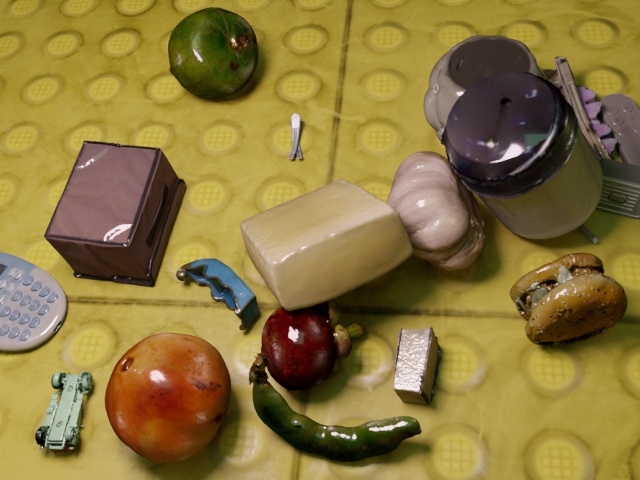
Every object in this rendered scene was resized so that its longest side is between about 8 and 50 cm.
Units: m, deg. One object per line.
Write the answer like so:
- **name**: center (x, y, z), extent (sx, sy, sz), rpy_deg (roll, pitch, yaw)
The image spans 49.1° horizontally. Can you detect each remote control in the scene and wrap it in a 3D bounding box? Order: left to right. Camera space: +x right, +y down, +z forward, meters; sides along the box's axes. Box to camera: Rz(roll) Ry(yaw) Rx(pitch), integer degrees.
- **remote control**: center (0.638, -0.207, 1.428), extent (0.077, 0.022, 0.245), rpy_deg (-11, 56, 2)

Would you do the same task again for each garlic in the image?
- **garlic**: center (0.207, -0.049, 1.281), extent (0.152, 0.228, 0.227), rpy_deg (-24, 54, 20)

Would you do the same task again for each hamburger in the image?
- **hamburger**: center (0.407, 0.107, 1.171), extent (0.186, 0.177, 0.113), rpy_deg (-1, 59, -26)

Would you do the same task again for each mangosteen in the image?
- **mangosteen**: center (-0.010, 0.179, 1.191), extent (0.181, 0.156, 0.145), rpy_deg (4, 33, -5)

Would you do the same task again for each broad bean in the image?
- **broad bean**: center (0.006, 0.289, 1.129), extent (0.292, 0.144, 0.049), rpy_deg (23, 27, 2)

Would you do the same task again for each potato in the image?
- **potato**: center (0.162, 0.212, 1.184), extent (0.061, 0.086, 0.122), rpy_deg (0, 57, 24)

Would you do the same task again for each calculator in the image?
- **calculator**: center (-0.638, 0.116, 1.378), extent (0.303, 0.042, 0.188), rpy_deg (19, 62, 19)

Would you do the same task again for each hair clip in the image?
- **hair clip**: center (-0.055, -0.225, 1.526), extent (0.030, 0.039, 0.115), rpy_deg (-7, 58, 10)
- **hair clip**: center (0.537, -0.260, 1.447), extent (0.106, 0.084, 0.292), rpy_deg (-10, 61, -5)

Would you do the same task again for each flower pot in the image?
- **flower pot**: center (0.331, -0.285, 1.417), extent (0.246, 0.195, 0.246), rpy_deg (-3, 58, 5)

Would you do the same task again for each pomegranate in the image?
- **pomegranate**: center (-0.251, 0.255, 1.142), extent (0.209, 0.209, 0.209), rpy_deg (-4, 56, 5)

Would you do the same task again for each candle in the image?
- **candle**: center (0.375, -0.132, 1.258), extent (0.221, 0.342, 0.221), rpy_deg (-18, 55, 28)

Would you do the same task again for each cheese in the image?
- **cheese**: center (0.000, 0.000, 1.245), extent (0.243, 0.123, 0.265), rpy_deg (-27, 23, -8)

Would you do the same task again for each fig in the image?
- **fig**: center (-0.268, -0.412, 1.627), extent (0.203, 0.235, 0.203), rpy_deg (7, 75, -31)

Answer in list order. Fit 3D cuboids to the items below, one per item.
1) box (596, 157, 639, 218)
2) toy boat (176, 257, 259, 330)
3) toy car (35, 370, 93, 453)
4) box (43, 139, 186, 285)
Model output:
- **box**: center (0.571, -0.102, 1.335), extent (0.122, 0.084, 0.069), rpy_deg (17, 53, 17)
- **toy boat**: center (-0.195, 0.093, 1.311), extent (0.077, 0.075, 0.185), rpy_deg (-34, 56, -24)
- **toy car**: center (-0.444, 0.297, 1.225), extent (0.073, 0.054, 0.143), rpy_deg (-2, 53, 5)
- **box**: center (-0.402, -0.060, 1.396), extent (0.188, 0.153, 0.252), rpy_deg (6, 59, 12)
